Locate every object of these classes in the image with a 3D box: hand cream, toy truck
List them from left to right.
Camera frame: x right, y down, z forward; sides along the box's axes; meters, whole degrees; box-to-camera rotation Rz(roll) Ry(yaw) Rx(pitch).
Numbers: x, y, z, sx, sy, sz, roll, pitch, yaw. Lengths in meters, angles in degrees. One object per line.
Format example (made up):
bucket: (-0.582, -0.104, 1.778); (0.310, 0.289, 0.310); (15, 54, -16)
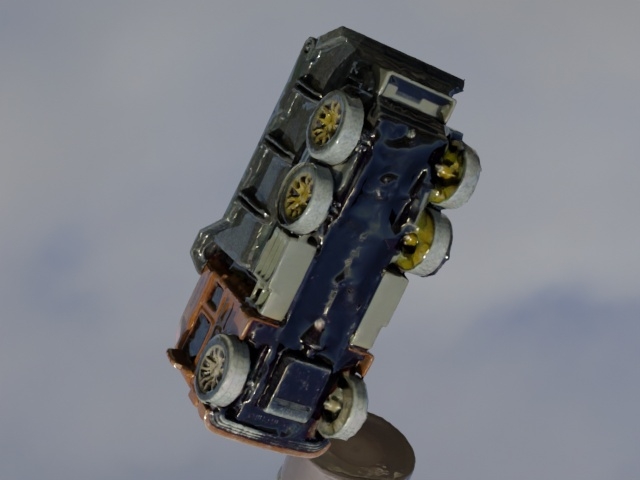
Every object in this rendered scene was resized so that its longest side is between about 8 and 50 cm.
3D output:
hand cream: (-0.011, 0.228, 1.059); (0.083, 0.248, 0.133); (14, -152, -8)
toy truck: (0.000, 0.000, 0.734); (0.083, 0.192, 0.092); (19, -168, -31)
